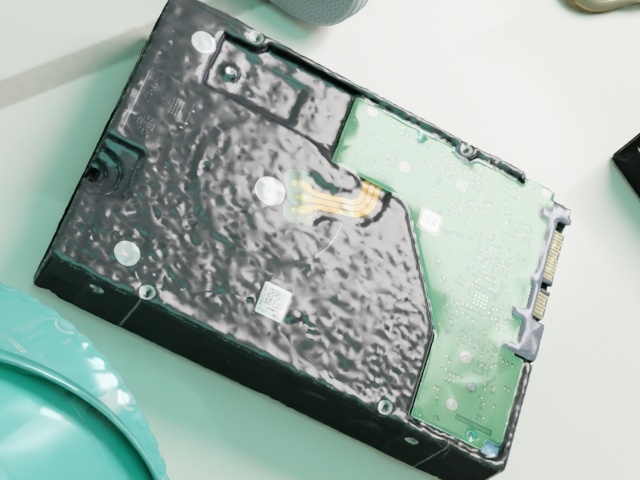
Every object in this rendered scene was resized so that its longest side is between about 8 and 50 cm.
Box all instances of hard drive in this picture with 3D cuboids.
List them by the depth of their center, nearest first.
[{"bbox_3d":[0.000,0.000,1.042,0.338,0.064,0.237,26,59,-11],"label":"hard drive"}]

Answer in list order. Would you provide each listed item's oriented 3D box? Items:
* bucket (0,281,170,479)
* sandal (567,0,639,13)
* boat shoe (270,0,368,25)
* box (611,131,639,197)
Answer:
[{"bbox_3d":[-0.216,0.156,0.739,0.281,0.281,0.183,51,35,4],"label":"bucket"},{"bbox_3d":[0.284,-0.242,1.287,0.180,0.049,0.072,-19,76,-30],"label":"sandal"},{"bbox_3d":[-0.078,-0.283,1.127,0.302,0.109,0.094,41,42,-13],"label":"boat shoe"},{"bbox_3d":[0.355,-0.062,1.220,0.180,0.077,0.147,-32,82,-32],"label":"box"}]
